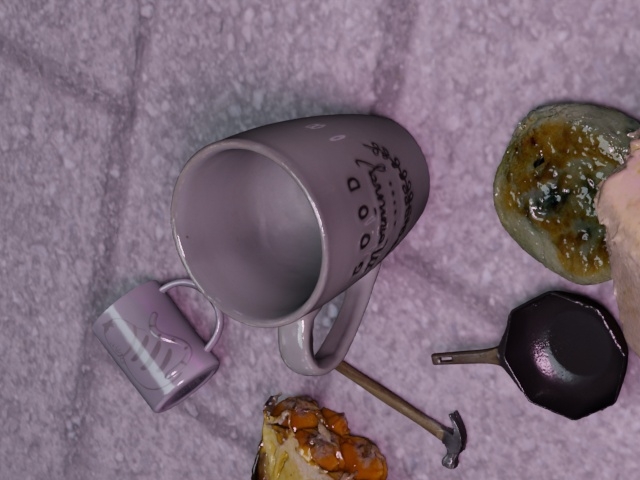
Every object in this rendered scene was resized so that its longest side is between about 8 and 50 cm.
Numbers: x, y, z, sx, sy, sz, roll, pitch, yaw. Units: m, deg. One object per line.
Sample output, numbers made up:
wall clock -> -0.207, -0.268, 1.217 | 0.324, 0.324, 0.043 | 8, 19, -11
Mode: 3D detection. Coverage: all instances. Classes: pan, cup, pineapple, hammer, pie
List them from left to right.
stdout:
cup -> -0.186, 0.115, 1.830 | 0.133, 0.099, 0.136 | 52, 130, 11
cup -> 0.000, 0.000, 1.560 | 0.186, 0.234, 0.258 | 2, 106, 37
pineapple -> 0.002, 0.287, 1.760 | 0.186, 0.114, 0.236 | -47, 67, 38
hammer -> 0.085, 0.177, 1.702 | 0.182, 0.017, 0.062 | 33, 123, 25
pan -> 0.217, 0.097, 1.552 | 0.202, 0.048, 0.128 | 22, 117, 28
pie -> 0.247, -0.044, 1.484 | 0.187, 0.041, 0.186 | 15, 116, 33

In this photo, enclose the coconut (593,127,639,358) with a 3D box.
coconut -> 0.386, 0.015, 1.245 | 0.298, 0.309, 0.297 | -15, 61, 29
